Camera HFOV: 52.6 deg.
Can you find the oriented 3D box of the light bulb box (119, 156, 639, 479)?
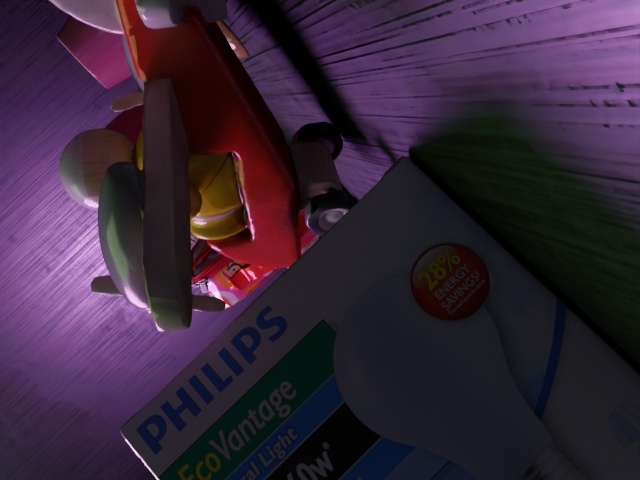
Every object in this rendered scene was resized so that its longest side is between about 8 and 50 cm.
[{"bbox_3d":[0.082,0.185,0.622,0.361,0.358,0.225,45,175,13],"label":"light bulb box"}]

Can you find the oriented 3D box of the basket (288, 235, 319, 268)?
[{"bbox_3d":[0.000,0.000,1.321,0.113,0.167,0.103,47,171,-18],"label":"basket"}]

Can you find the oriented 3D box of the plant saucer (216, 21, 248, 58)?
[{"bbox_3d":[-0.129,-0.270,0.859,0.083,0.015,0.083,46,178,3],"label":"plant saucer"}]

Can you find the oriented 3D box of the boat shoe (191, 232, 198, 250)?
[{"bbox_3d":[-0.184,-0.012,1.548,0.156,0.499,0.187,-8,-89,-74],"label":"boat shoe"}]

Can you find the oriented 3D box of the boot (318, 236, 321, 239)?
[{"bbox_3d":[0.124,0.101,1.181,0.348,0.131,0.260,46,177,-2],"label":"boot"}]

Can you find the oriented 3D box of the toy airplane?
[{"bbox_3d":[-0.153,-0.119,0.635,0.386,0.272,0.385,-35,-78,-77],"label":"toy airplane"}]

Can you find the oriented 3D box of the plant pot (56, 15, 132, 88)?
[{"bbox_3d":[-0.378,-0.391,1.209,0.201,0.180,0.201,46,178,2],"label":"plant pot"}]

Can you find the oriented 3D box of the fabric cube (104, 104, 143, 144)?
[{"bbox_3d":[-0.251,-0.186,1.387,0.258,0.254,0.259,42,171,43],"label":"fabric cube"}]

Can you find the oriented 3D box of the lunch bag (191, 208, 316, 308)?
[{"bbox_3d":[-0.108,-0.010,1.196,0.120,0.293,0.258,46,-172,-21],"label":"lunch bag"}]
